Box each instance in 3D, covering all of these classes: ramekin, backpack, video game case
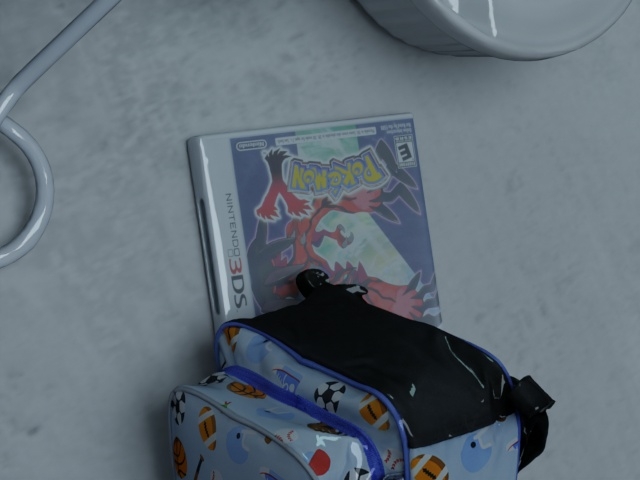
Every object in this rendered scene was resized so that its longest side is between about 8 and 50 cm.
[{"bbox_3d":[0.124,-0.269,1.516,0.273,0.127,0.273,3,85,-33],"label":"ramekin"},{"bbox_3d":[0.024,0.190,1.342,0.213,0.276,0.263,-22,116,-25],"label":"backpack"},{"bbox_3d":[0.000,0.000,1.475,0.201,0.023,0.183,-9,91,-33],"label":"video game case"}]

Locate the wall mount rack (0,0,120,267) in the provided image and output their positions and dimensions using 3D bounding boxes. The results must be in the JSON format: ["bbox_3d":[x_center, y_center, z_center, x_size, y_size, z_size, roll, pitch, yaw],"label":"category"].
[{"bbox_3d":[-0.274,-0.135,1.229,0.350,0.130,0.304,37,80,-25],"label":"wall mount rack"}]
